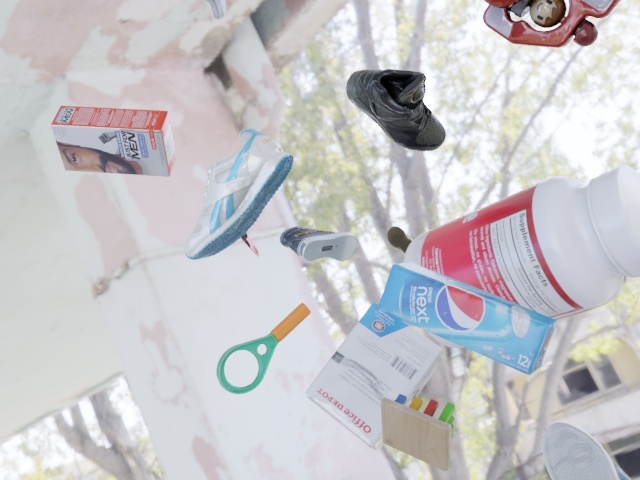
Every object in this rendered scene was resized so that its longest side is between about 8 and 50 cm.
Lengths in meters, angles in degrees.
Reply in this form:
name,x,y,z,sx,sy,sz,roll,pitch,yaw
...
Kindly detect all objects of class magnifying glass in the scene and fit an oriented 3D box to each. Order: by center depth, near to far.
name,x,y,z,sx,sy,sz,roll,pitch,yaw
magnifying glass,-0.108,0.209,1.480,0.231,0.092,0.026,-42,12,-22

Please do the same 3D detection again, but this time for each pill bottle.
name,x,y,z,sx,sy,sz,roll,pitch,yaw
pill bottle,0.362,0.029,1.288,0.407,0.229,0.229,-26,-9,39

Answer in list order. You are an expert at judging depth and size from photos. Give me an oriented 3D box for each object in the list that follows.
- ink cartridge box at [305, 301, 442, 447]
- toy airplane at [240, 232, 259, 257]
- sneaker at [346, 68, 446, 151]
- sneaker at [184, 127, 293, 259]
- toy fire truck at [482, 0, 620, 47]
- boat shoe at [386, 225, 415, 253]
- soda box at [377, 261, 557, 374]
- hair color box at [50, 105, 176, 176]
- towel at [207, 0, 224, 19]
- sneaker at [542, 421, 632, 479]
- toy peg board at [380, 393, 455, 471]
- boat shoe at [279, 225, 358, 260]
name,x,y,z,sx,sy,sz,roll,pitch,yaw
ink cartridge box,0.144,0.356,1.967,0.307,0.223,0.129,-52,-21,-10
toy airplane,-0.161,-0.034,1.477,0.028,0.151,0.151,-38,-12,3
sneaker,0.163,-0.230,1.340,0.227,0.087,0.130,34,-14,-31
sneaker,-0.141,-0.067,1.162,0.229,0.092,0.087,-50,-13,11
toy fire truck,0.476,-0.518,1.488,0.302,0.254,0.169,-58,-18,24
boat shoe,0.214,0.011,1.877,0.050,0.135,0.045,-50,-49,8
soda box,0.185,0.095,0.956,0.071,0.210,0.067,0,-71,-63
hair color box,-0.313,-0.151,1.147,0.167,0.053,0.093,4,-43,4
towel,-0.138,-0.475,0.981,0.040,0.336,0.243,3,10,-5
sneaker,0.498,0.437,1.269,0.104,0.296,0.147,-48,-46,7
toy peg board,0.225,0.408,1.666,0.079,0.160,0.161,-49,-34,-38
boat shoe,0.000,0.000,1.613,0.183,0.083,0.065,0,-66,-48
